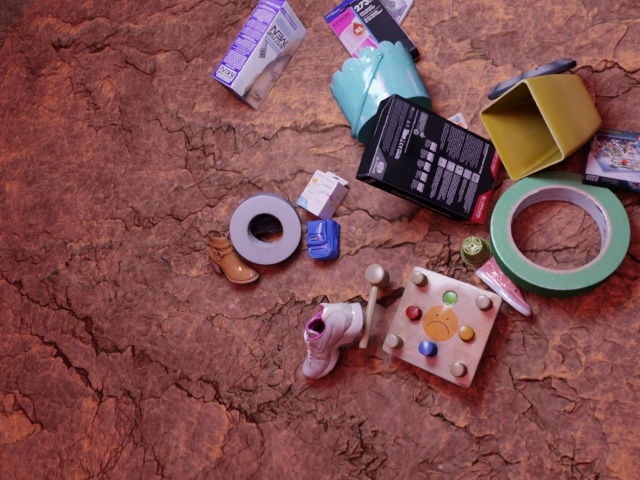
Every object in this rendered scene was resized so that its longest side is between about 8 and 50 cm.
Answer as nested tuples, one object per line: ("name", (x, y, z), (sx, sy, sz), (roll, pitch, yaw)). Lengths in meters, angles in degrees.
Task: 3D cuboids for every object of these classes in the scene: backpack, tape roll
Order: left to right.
("tape roll", (-0.170, -0.039, 1.645), (0.219, 0.072, 0.219), (-1, 106, -2))
("backpack", (0.000, 0.000, 1.612), (0.098, 0.101, 0.120), (-8, 78, 29))
("tape roll", (0.597, -0.018, 1.334), (0.321, 0.077, 0.321), (-6, 68, 14))

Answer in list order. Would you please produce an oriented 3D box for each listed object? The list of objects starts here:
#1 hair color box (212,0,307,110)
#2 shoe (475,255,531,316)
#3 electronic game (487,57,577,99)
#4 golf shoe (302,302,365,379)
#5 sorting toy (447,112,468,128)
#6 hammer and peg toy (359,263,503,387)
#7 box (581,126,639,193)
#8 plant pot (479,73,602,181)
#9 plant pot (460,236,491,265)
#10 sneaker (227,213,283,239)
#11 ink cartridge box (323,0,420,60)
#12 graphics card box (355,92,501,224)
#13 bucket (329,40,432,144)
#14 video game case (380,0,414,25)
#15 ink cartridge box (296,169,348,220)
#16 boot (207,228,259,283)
("hair color box", (-0.203, -0.644, 1.813), (0.110, 0.185, 0.339), (36, 93, 25))
("shoe", (0.499, 0.114, 1.382), (0.081, 0.063, 0.178), (-50, 59, 10))
("electronic game", (0.563, -0.427, 1.408), (0.229, 0.229, 0.048), (-19, 97, 19))
("golf shoe", (0.001, 0.275, 1.472), (0.306, 0.140, 0.115), (-60, 28, 32))
("sorting toy", (0.407, -0.335, 1.564), (0.062, 0.012, 0.083), (-25, 68, 16))
("hammer and peg toy", (0.274, 0.214, 1.423), (0.361, 0.127, 0.266), (19, 85, 30))
("box", (0.784, -0.193, 1.301), (0.233, 0.044, 0.159), (14, 62, 18))
("plant pot", (0.578, -0.306, 1.350), (0.187, 0.212, 0.212), (-25, 88, -15))
("plant pot", (0.419, 0.022, 1.432), (0.083, 0.079, 0.083), (-6, 74, 22))
("sneaker", (-0.195, -0.062, 1.721), (0.221, 0.087, 0.083), (-16, 106, 3))
("ink cartridge box", (0.152, -0.680, 1.712), (0.176, 0.069, 0.371), (-35, 64, 12))
("graphics card box", (0.298, -0.208, 1.412), (0.094, 0.371, 0.233), (4, 76, 69))
("bucket", (0.180, -0.421, 1.549), (0.281, 0.281, 0.183), (-27, 73, 15))
("video game case", (0.191, -0.738, 1.754), (0.173, 0.022, 0.190), (30, 90, 27))
("ink cartridge box", (0.011, -0.146, 1.647), (0.092, 0.090, 0.143), (32, 92, 27))
("boot", (-0.290, 0.050, 1.695), (0.197, 0.073, 0.152), (16, 127, 28))
